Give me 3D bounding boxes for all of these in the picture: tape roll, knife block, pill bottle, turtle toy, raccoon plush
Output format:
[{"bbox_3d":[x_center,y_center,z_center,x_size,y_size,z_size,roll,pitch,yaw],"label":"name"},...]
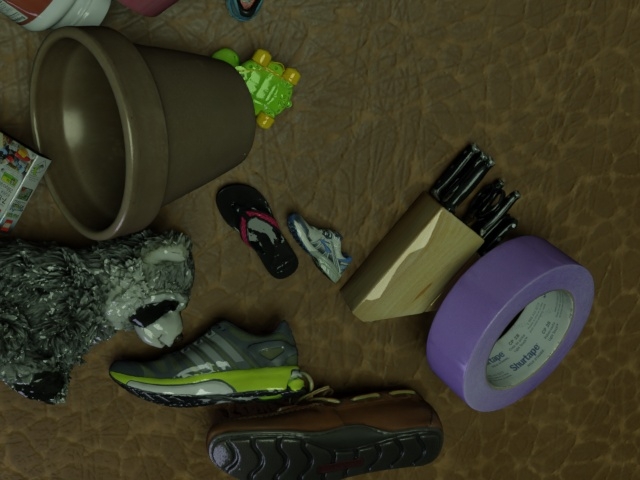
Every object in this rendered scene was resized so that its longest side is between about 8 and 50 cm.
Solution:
[{"bbox_3d":[0.296,0.131,1.416,0.274,0.090,0.275,-25,136,-27],"label":"tape roll"},{"bbox_3d":[0.166,-0.016,1.399,0.275,0.088,0.242,-8,110,-10],"label":"knife block"},{"bbox_3d":[-0.370,-0.337,1.124,0.216,0.121,0.121,33,100,-39],"label":"pill bottle"},{"bbox_3d":[-0.095,-0.222,1.275,0.130,0.066,0.095,30,99,-20],"label":"turtle toy"},{"bbox_3d":[-0.377,0.011,1.232,0.299,0.216,0.446,-47,112,-3],"label":"raccoon plush"}]

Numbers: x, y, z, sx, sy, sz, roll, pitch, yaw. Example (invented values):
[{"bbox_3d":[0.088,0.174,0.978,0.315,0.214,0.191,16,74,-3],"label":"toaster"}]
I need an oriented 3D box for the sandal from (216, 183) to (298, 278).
[{"bbox_3d":[-0.089,-0.012,1.366,0.067,0.040,0.179,-35,113,1],"label":"sandal"}]

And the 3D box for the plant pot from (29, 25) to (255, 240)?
[{"bbox_3d":[-0.217,-0.153,1.183,0.229,0.263,0.263,-18,116,-39],"label":"plant pot"}]

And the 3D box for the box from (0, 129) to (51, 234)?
[{"bbox_3d":[-0.461,-0.106,1.181,0.207,0.036,0.114,29,90,15],"label":"box"}]

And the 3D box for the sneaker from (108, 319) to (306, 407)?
[{"bbox_3d":[-0.172,0.186,1.393,0.299,0.111,0.121,-1,68,0],"label":"sneaker"}]

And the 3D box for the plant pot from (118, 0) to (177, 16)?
[{"bbox_3d":[-0.195,-0.387,1.136,0.201,0.201,0.180,39,113,-22],"label":"plant pot"}]

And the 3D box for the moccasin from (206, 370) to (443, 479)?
[{"bbox_3d":[0.005,0.297,1.458,0.379,0.147,0.139,-8,125,-14],"label":"moccasin"}]

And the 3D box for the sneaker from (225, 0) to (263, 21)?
[{"bbox_3d":[-0.084,-0.371,1.220,0.063,0.073,0.162,6,108,-15],"label":"sneaker"}]

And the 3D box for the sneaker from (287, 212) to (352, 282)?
[{"bbox_3d":[0.000,0.000,1.393,0.058,0.052,0.135,-42,121,-7],"label":"sneaker"}]
